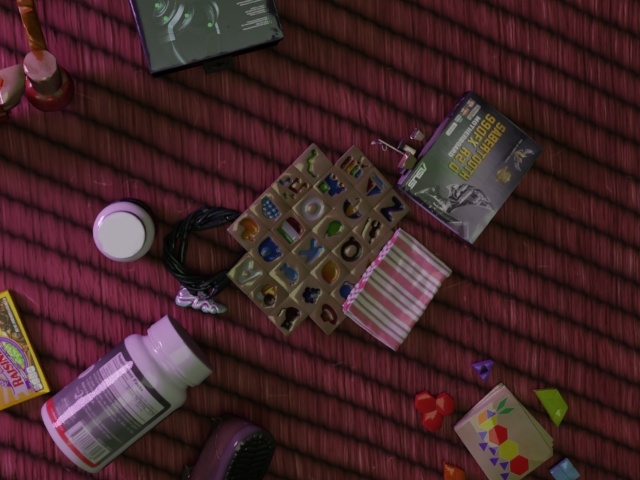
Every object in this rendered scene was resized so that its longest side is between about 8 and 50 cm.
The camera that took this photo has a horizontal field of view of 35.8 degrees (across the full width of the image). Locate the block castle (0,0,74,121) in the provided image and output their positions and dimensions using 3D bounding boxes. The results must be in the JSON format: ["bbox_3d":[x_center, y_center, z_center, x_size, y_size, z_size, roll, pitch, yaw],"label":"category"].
[{"bbox_3d":[-0.668,-0.315,1.668,0.453,0.213,0.303,-17,86,-11],"label":"block castle"}]

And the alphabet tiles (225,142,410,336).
[{"bbox_3d":[0.000,0.000,1.848,0.342,0.011,0.285,-46,108,-8],"label":"alphabet tiles"}]

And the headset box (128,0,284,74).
[{"bbox_3d":[-0.214,-0.438,1.745,0.246,0.131,0.283,-17,98,-5],"label":"headset box"}]

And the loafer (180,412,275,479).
[{"bbox_3d":[-0.204,0.482,1.869,0.134,0.130,0.366,19,105,-42],"label":"loafer"}]

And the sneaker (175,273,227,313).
[{"bbox_3d":[-0.217,0.097,1.851,0.098,0.038,0.069,13,95,-9],"label":"sneaker"}]

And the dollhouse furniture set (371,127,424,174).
[{"bbox_3d":[0.143,-0.179,1.829,0.081,0.114,0.091,30,94,-5],"label":"dollhouse furniture set"}]

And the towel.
[{"bbox_3d":[0.148,0.094,1.886,0.144,0.029,0.197,38,85,-18],"label":"towel"}]

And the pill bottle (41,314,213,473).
[{"bbox_3d":[-0.345,0.273,1.793,0.283,0.161,0.161,-39,99,-2],"label":"pill bottle"}]

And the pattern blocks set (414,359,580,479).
[{"bbox_3d":[0.359,0.389,1.961,0.285,0.026,0.324,-27,99,-3],"label":"pattern blocks set"}]

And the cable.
[{"bbox_3d":[-0.202,0.011,1.837,0.150,0.047,0.184,45,75,3],"label":"cable"}]

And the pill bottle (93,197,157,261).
[{"bbox_3d":[-0.345,-0.018,1.750,0.108,0.180,0.108,-1,97,-7],"label":"pill bottle"}]

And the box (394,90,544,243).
[{"bbox_3d":[0.280,-0.138,1.878,0.183,0.056,0.231,37,91,-9],"label":"box"}]

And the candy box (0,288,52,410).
[{"bbox_3d":[-0.582,0.202,1.823,0.105,0.027,0.206,-21,98,-1],"label":"candy box"}]
